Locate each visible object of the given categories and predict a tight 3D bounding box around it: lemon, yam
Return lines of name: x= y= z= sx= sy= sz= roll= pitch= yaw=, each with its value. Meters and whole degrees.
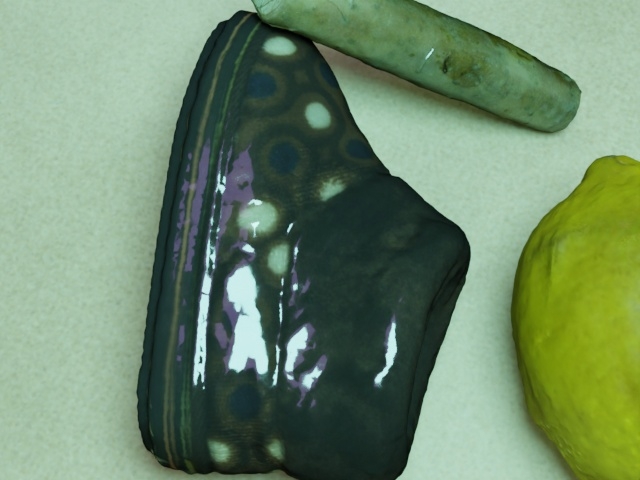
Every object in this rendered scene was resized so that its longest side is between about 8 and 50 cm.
lemon: x=0.261 y=0.071 z=0.798 sx=0.233 sy=0.233 sz=0.288 roll=-20 pitch=82 yaw=-10
yam: x=0.091 y=-0.161 z=0.895 sx=0.317 sy=0.067 sz=0.071 roll=16 pitch=58 yaw=-30

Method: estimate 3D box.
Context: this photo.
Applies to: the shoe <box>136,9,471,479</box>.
shoe: x=0.000 y=0.000 z=0.841 sx=0.237 sy=0.171 sz=0.384 roll=5 pitch=68 yaw=2
